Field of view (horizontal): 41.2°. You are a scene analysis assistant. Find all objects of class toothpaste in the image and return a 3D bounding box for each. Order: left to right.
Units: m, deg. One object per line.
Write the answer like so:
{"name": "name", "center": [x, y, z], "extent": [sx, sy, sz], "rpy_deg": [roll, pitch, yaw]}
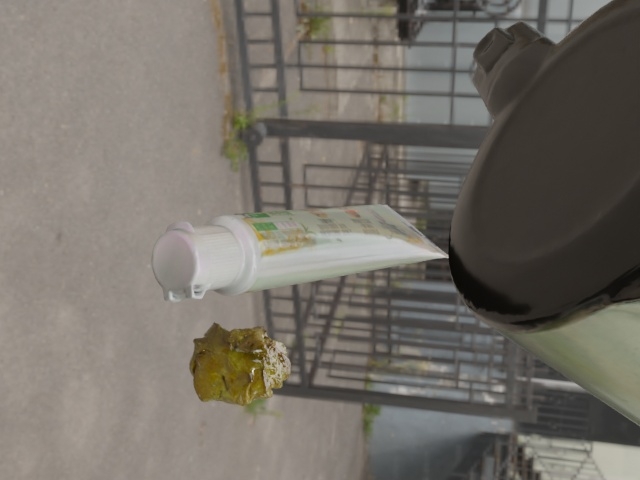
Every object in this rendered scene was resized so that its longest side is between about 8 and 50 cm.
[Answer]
{"name": "toothpaste", "center": [0.000, 0.000, 0.626], "extent": [0.314, 0.055, 0.058], "rpy_deg": [-6, 85, -56]}

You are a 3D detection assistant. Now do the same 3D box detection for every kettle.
{"name": "kettle", "center": [0.281, 0.006, 0.558], "extent": [0.250, 0.376, 0.361], "rpy_deg": [-51, -159, 24]}

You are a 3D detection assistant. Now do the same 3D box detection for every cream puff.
{"name": "cream puff", "center": [-0.070, 0.104, 0.729], "extent": [0.083, 0.083, 0.058], "rpy_deg": [-40, 155, -31]}
